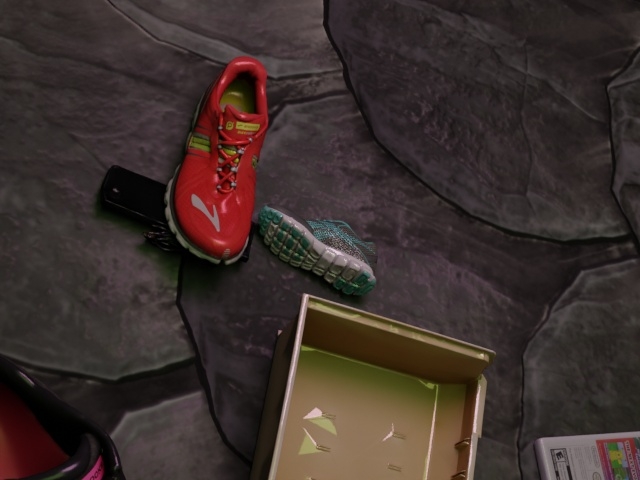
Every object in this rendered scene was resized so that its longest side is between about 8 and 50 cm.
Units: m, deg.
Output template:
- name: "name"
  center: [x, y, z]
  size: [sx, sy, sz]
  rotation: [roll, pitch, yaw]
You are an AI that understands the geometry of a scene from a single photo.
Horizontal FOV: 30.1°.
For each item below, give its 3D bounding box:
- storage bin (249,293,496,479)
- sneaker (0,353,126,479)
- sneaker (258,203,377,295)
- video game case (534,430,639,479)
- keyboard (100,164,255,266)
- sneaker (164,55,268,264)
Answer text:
- name: "storage bin"
  center: [0.061, 0.233, 1.340]
  size: [0.260, 0.123, 0.262]
  rotation: [17, 62, -13]
- name: "sneaker"
  center: [-0.251, 0.291, 1.147]
  size: [0.483, 0.202, 0.185]
  rotation: [46, 60, 3]
- name: "sneaker"
  center: [0.000, 0.000, 1.465]
  size: [0.166, 0.065, 0.076]
  rotation: [33, 44, -8]
- name: "video game case"
  center: [0.365, 0.338, 1.470]
  size: [0.184, 0.023, 0.201]
  rotation: [0, 67, -21]
- name: "keyboard"
  center: [-0.175, -0.018, 1.420]
  size: [0.192, 0.038, 0.100]
  rotation: [22, 38, -10]
- name: "sneaker"
  center: [-0.114, -0.105, 1.409]
  size: [0.107, 0.118, 0.279]
  rotation: [14, 56, -17]
